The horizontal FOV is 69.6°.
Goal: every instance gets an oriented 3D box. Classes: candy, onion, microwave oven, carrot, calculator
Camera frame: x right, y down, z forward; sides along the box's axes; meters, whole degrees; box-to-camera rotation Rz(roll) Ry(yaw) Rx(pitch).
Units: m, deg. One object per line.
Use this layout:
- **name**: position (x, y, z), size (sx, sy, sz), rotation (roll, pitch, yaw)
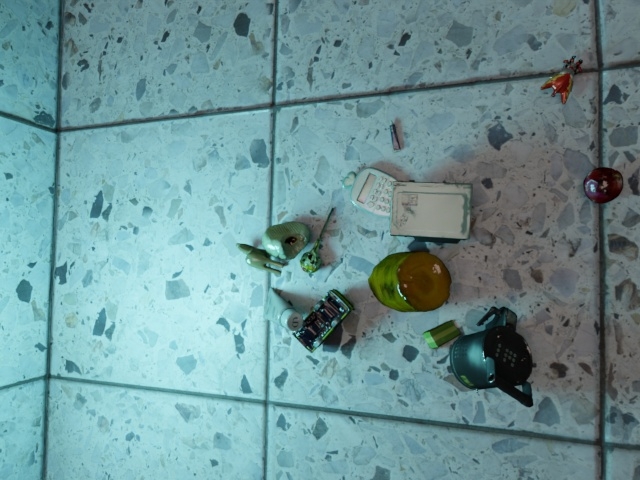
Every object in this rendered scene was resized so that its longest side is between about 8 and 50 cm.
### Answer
- **candy**: position (0.000, 0.000, 2.003), size (0.091, 0.083, 0.306), rotation (23, 87, 21)
- **onion**: position (1.000, -0.197, 1.628), size (0.131, 0.131, 0.131), rotation (-1, 87, 19)
- **microwave oven**: position (0.420, -0.111, 1.779), size (0.294, 0.181, 0.238), rotation (3, 90, 10)
- **carrot**: position (0.347, 0.162, 1.787), size (0.241, 0.340, 0.242), rotation (1, 86, -11)
- **calculator**: position (0.229, -0.205, 1.943), size (0.295, 0.042, 0.184), rotation (28, 96, 16)

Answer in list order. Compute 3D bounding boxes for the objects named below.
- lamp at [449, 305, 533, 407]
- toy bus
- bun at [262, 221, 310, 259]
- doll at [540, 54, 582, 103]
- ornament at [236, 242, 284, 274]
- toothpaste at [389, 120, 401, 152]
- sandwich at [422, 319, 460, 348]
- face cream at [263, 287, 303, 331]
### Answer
- **lamp**: position (0.596, 0.434, 1.645), size (0.205, 0.374, 0.272), rotation (32, 133, -5)
- **toy bus**: position (0.018, 0.328, 1.928), size (0.128, 0.150, 0.262), rotation (43, 106, 13)
- **bun**: position (-0.144, 0.009, 1.992), size (0.212, 0.204, 0.127), rotation (-7, 123, 3)
- **doll**: position (0.910, -0.605, 1.717), size (0.109, 0.057, 0.169), rotation (34, 85, 1)
- **ornament**: position (-0.272, 0.070, 2.030), size (0.244, 0.230, 0.061), rotation (19, 100, -1)
- **toothpaste**: position (0.309, -0.438, 1.937), size (0.037, 0.021, 0.140), rotation (-11, 85, 18)
- **sandwich**: position (0.482, 0.373, 1.837), size (0.116, 0.074, 0.074), rotation (-23, 77, -16)
- **face cream**: position (-0.171, 0.305, 1.968), size (0.314, 0.089, 0.143), rotation (16, 94, 63)
